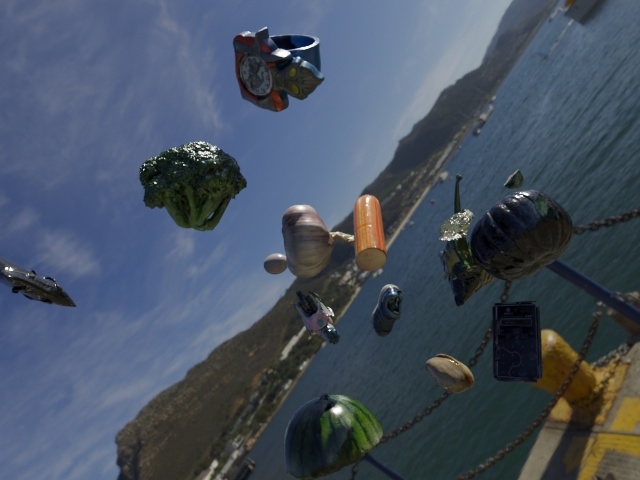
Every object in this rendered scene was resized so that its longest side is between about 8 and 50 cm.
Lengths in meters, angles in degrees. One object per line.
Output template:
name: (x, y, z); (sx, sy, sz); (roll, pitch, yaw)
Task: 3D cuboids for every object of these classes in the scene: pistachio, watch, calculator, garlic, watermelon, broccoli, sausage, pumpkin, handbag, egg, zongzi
pistachio: (0.557, 0.570, 2.015); (0.144, 0.215, 0.143); (-22, -55, -36)
watch: (-0.092, -0.556, 1.475); (0.274, 0.305, 0.241); (-49, -33, -46)
calculator: (0.673, 0.346, 1.609); (0.166, 0.028, 0.273); (-12, 64, 43)
garlic: (0.000, 0.000, 1.542); (0.245, 0.253, 0.244); (177, 90, -84)
watermelon: (0.010, 0.591, 1.479); (0.331, 0.189, 0.331); (-24, -9, -4)
broccoli: (-0.346, -0.154, 1.307); (0.295, 0.265, 0.245); (5, -79, -33)
watermelon: (0.781, -0.245, 1.914); (0.085, 0.085, 0.061); (-58, 22, 22)
sausage: (0.146, -0.044, 1.433); (0.312, 0.093, 0.093); (-88, 22, -51)
pumpkin: (0.731, -0.014, 1.730); (0.364, 0.266, 0.363); (-22, -28, -13)
handbag: (-0.924, 0.134, 1.487); (0.088, 0.211, 0.254); (-62, -32, -17)
egg: (-0.219, 0.116, 2.318); (0.135, 0.103, 0.103); (-16, 14, 29)
zongzi: (0.730, 0.086, 2.270); (0.383, 0.319, 0.362); (-39, -35, -64)

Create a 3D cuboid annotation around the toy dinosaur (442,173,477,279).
toy dinosaur: (0.498, -0.018, 1.798); (0.087, 0.300, 0.447); (-14, -22, -13)

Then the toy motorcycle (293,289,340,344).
toy motorcycle: (-0.004, 0.277, 1.573); (0.108, 0.204, 0.239); (-44, -26, 7)

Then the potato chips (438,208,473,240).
potato chips: (0.439, -0.048, 1.538); (0.209, 0.026, 0.142); (-41, 15, -32)

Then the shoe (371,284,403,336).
shoe: (0.262, 0.275, 1.803); (0.106, 0.092, 0.207); (-138, 62, -71)
